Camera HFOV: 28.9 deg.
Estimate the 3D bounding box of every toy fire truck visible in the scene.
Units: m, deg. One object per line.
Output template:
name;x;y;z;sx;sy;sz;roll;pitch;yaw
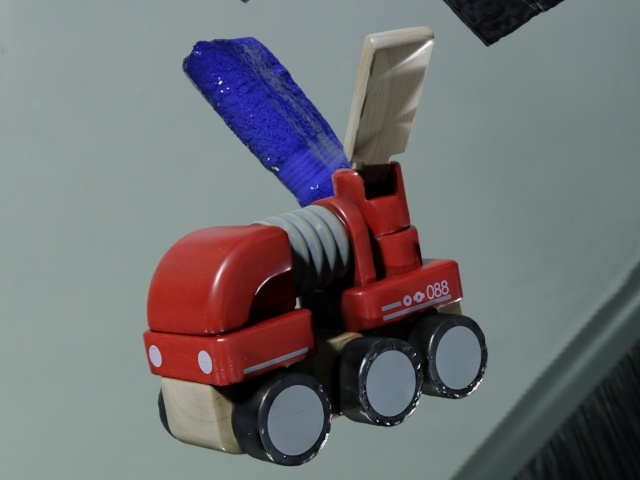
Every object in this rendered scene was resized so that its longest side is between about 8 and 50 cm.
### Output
toy fire truck;0.000;0.000;0.801;0.217;0.158;0.246;-15;99;-37

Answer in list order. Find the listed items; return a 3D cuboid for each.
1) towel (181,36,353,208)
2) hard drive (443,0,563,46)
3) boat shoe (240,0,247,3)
towel;-0.019;-0.109;1.410;0.076;0.227;0.308;-42;93;9
hard drive;0.217;-0.285;0.745;0.339;0.237;0.064;-31;122;34
boat shoe;-0.010;-0.405;1.673;0.258;0.109;0.089;-42;102;9
